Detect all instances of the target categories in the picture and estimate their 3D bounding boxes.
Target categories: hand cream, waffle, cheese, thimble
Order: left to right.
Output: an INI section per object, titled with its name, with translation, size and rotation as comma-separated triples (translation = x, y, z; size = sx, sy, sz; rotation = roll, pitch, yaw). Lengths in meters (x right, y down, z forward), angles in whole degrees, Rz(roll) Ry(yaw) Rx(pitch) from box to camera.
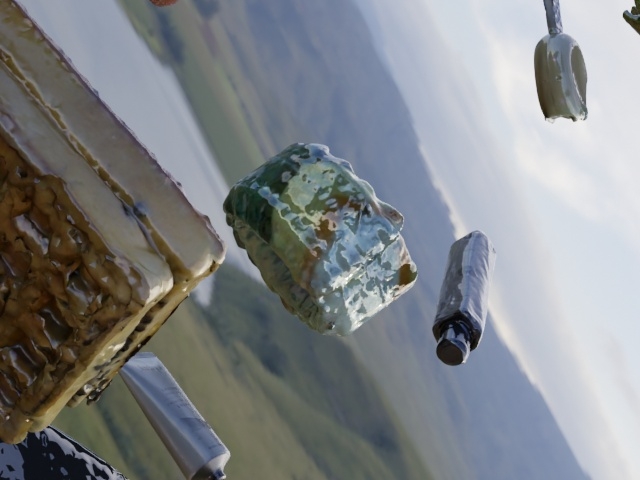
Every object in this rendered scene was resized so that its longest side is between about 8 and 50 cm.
[waffle]
translation = -0.227, -0.039, 0.803
size = 0.308, 0.213, 0.091
rotation = 51, 40, 7
[hand cream]
translation = -0.163, 0.194, 1.361
size = 0.186, 0.054, 0.087
rotation = 51, 20, 22
[thimble]
translation = 0.000, 0.000, 1.697
size = 0.254, 0.167, 0.288
rotation = 58, -13, -22
[cheese]
translation = 0.282, -0.216, 1.448
size = 0.092, 0.047, 0.171
rotation = 44, 42, -51

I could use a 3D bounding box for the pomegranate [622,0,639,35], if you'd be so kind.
[pomegranate]
translation = 0.557, -0.238, 1.759
size = 0.302, 0.236, 0.236
rotation = 43, -5, 13

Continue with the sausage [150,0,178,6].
[sausage]
translation = -0.175, -0.311, 1.445
size = 0.054, 0.059, 0.094
rotation = 94, 16, -45

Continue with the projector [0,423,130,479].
[projector]
translation = -0.332, 0.301, 0.906
size = 0.405, 0.242, 0.395
rotation = 43, 28, -42

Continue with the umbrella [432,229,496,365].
[umbrella]
translation = 0.202, 0.079, 1.733
size = 0.067, 0.073, 0.337
rotation = 43, 25, -8
